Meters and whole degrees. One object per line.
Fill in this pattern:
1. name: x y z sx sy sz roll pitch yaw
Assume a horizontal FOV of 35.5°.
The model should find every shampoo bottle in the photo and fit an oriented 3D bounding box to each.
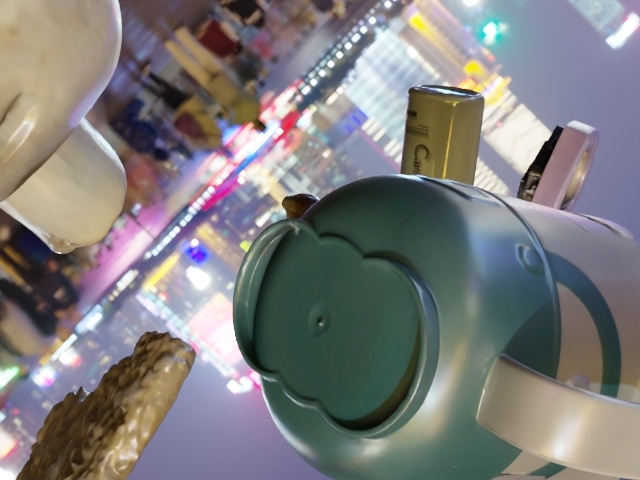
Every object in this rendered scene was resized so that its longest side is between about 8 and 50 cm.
1. shampoo bottle: 0.125 -0.038 1.116 0.085 0.085 0.262 -66 162 -72

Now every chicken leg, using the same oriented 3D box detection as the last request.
1. chicken leg: 0.000 0.003 1.034 0.085 0.069 0.198 -8 -151 -12

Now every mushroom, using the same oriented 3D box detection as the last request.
1. mushroom: -0.300 -0.165 0.830 0.353 0.353 0.325 -179 -80 -82

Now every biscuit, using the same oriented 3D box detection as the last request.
1. biscuit: -0.144 0.136 0.567 0.250 0.032 0.133 -33 -151 56

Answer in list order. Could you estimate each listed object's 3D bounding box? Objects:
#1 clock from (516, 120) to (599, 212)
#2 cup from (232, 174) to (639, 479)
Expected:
1. clock: 0.294 -0.079 1.269 0.198 0.064 0.172 -53 156 -36
2. cup: 0.114 0.079 0.676 0.290 0.258 0.219 26 -78 51
